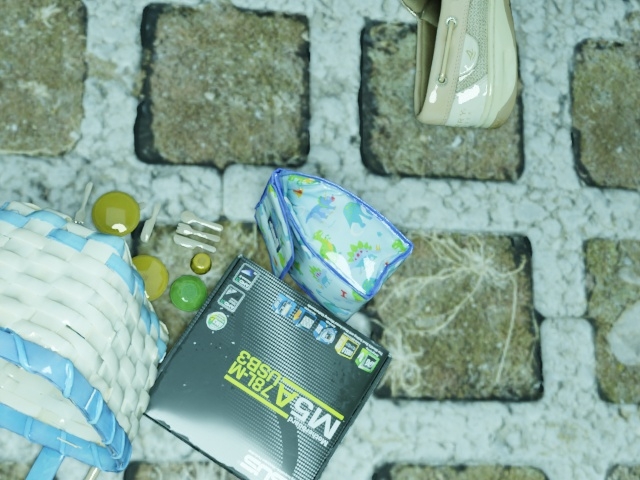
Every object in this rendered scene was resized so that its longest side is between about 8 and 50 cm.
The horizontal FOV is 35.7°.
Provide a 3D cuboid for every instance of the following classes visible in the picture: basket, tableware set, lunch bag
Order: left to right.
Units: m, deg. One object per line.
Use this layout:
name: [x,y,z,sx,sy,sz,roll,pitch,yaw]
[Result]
basket: [-0.263,0.137,0.840,0.201,0.254,0.288,14,56,15]
tableware set: [-0.181,0.010,1.007,0.154,0.024,0.104,18,75,-6]
lunch bag: [0.000,0.000,0.986,0.151,0.129,0.096,43,71,2]

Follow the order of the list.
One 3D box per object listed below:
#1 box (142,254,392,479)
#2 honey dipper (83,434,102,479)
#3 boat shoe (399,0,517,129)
box: [-0.055,0.140,0.981,0.191,0.045,0.184,34,70,1]
honey dipper: [-0.221,0.231,0.933,0.030,0.030,0.160,29,74,-2]
boat shoe: [0.143,-0.291,1.099,0.110,0.121,0.341,0,76,-12]
